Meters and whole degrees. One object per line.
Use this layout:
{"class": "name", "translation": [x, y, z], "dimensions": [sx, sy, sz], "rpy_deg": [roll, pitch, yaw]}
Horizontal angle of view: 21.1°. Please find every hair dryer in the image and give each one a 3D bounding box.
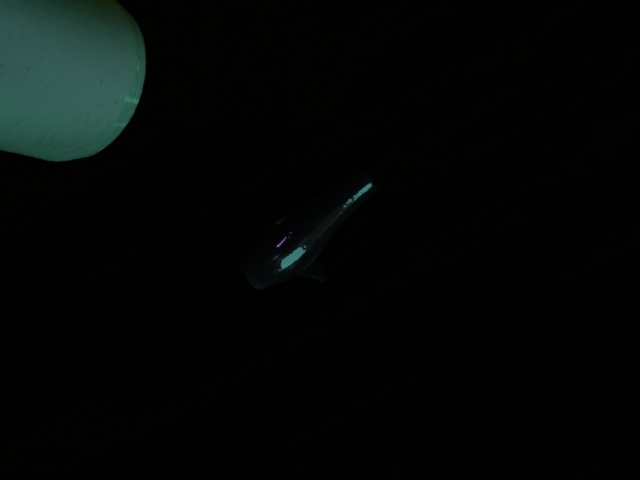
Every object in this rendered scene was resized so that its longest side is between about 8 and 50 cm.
{"class": "hair dryer", "translation": [0.000, 0.000, 0.869], "dimensions": [0.079, 0.031, 0.083], "rpy_deg": [-38, 162, 1]}
{"class": "hair dryer", "translation": [-0.185, -0.023, 0.649], "dimensions": [0.236, 0.073, 0.131], "rpy_deg": [-41, 148, 26]}
